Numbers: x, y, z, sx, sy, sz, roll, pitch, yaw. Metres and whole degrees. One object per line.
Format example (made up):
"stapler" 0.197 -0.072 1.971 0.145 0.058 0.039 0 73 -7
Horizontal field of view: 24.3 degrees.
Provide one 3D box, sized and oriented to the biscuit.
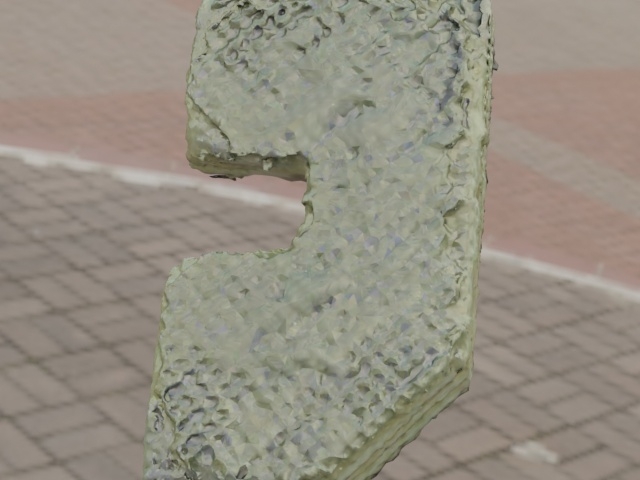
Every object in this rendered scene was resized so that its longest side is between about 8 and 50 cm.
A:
"biscuit" 0.000 0.000 0.675 0.147 0.250 0.046 3 -16 11
